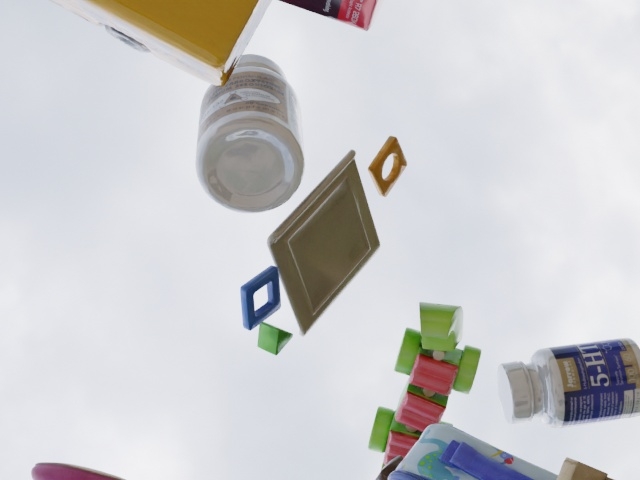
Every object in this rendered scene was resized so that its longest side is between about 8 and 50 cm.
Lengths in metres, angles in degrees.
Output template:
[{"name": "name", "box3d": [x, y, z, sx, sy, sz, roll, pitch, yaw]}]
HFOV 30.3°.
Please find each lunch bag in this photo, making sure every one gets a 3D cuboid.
[{"name": "lunch bag", "box3d": [0.163, 0.255, 0.993, 0.090, 0.219, 0.176, -48, -35, -33]}]

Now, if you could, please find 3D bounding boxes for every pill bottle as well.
[{"name": "pill bottle", "box3d": [-0.088, -0.144, 1.481, 0.131, 0.131, 0.229, 43, -159, -25]}, {"name": "pill bottle", "box3d": [0.342, 0.198, 1.614, 0.186, 0.112, 0.112, -7, -96, -6]}]

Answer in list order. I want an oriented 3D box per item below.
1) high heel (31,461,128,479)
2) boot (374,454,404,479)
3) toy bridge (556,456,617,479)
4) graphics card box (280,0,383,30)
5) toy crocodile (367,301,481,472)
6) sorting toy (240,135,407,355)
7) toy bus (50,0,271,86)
[{"name": "high heel", "box3d": [-0.169, 0.290, 1.077, 0.244, 0.082, 0.117, 23, -109, 1]}, {"name": "boot", "box3d": [0.102, 0.344, 1.536, 0.114, 0.037, 0.106, 41, -84, -17]}, {"name": "toy bridge", "box3d": [0.228, 0.177, 0.755, 0.063, 0.188, 0.026, 25, -97, -23]}, {"name": "graphics card box", "box3d": [-0.092, -0.352, 1.163, 0.370, 0.233, 0.094, 20, -109, -1]}, {"name": "toy crocodile", "box3d": [0.139, 0.232, 1.636, 0.105, 0.115, 0.341, -60, -14, -64]}, {"name": "sorting toy", "box3d": [0.000, 0.000, 1.535, 0.348, 0.047, 0.196, -47, -38, -30]}, {"name": "toy bus", "box3d": [-0.208, -0.260, 1.043, 0.332, 0.130, 0.108, 28, -93, -1]}]
